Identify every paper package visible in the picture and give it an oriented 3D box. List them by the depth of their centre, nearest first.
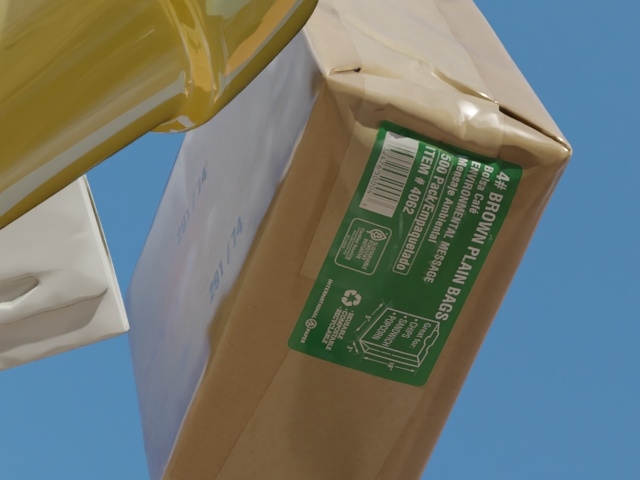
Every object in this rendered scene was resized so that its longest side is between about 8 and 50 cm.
[{"bbox_3d":[0.000,0.000,1.236,0.168,0.309,0.325,16,-67,-18],"label":"paper package"}]

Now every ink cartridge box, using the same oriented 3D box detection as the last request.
[{"bbox_3d":[-0.200,0.009,1.143,0.128,0.176,0.127,-17,-84,-10],"label":"ink cartridge box"}]

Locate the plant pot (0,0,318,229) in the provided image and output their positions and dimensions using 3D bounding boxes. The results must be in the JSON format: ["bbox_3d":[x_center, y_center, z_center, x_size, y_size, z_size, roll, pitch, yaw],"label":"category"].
[{"bbox_3d":[-0.168,-0.114,0.836,0.254,0.239,0.254,36,-23,18],"label":"plant pot"}]
